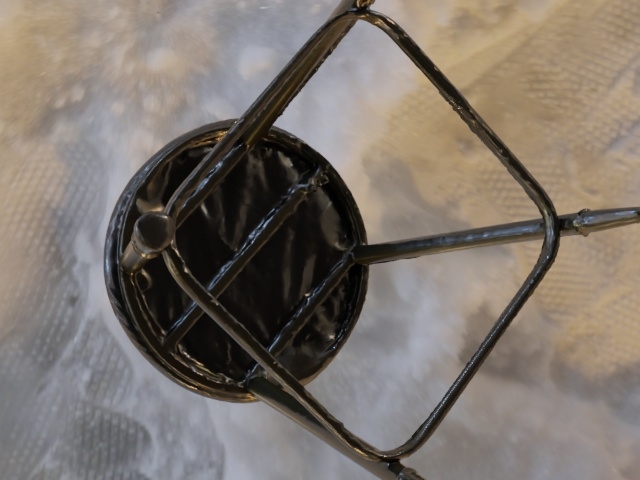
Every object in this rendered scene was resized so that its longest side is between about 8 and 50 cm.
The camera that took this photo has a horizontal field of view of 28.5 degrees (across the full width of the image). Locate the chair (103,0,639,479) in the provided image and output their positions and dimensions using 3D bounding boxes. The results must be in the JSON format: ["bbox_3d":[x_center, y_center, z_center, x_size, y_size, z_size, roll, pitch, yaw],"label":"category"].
[{"bbox_3d":[0.000,0.000,1.191,0.362,0.410,0.364,45,68,-16],"label":"chair"}]
